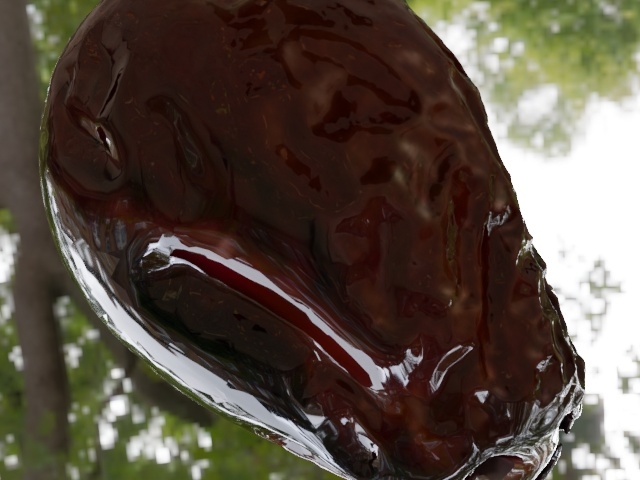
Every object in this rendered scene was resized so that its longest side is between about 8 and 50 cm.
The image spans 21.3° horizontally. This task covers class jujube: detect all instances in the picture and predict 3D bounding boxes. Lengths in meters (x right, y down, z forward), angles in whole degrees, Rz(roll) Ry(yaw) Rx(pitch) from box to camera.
[{"bbox_3d":[0.000,0.000,0.631,0.168,0.168,0.236,-22,-115,-41],"label":"jujube"}]

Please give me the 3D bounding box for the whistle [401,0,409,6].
[{"bbox_3d":[0.008,-0.181,1.075,0.057,0.326,0.068,-41,-138,-6],"label":"whistle"}]
